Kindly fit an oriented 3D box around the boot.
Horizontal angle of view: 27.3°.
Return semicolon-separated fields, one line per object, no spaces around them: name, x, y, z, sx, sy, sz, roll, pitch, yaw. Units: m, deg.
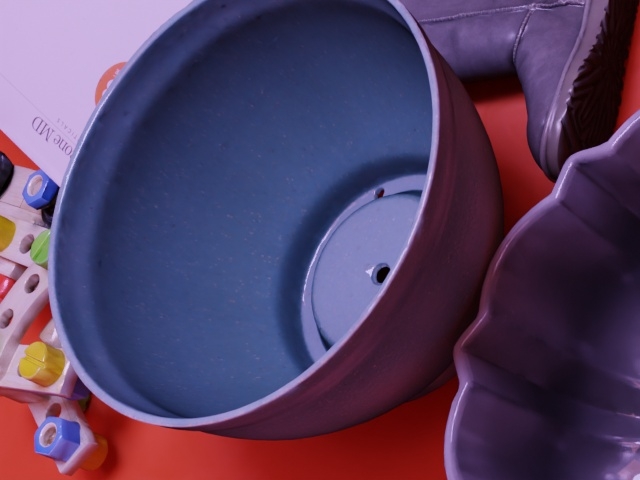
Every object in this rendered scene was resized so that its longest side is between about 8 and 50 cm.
boot;0.102;-0.119;0.907;0.209;0.076;0.189;3;56;31

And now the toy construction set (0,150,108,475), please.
toy construction set;-0.265;0.037;1.070;0.328;0.151;0.215;19;80;30

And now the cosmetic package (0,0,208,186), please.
cosmetic package;-0.176;-0.220;1.026;0.377;0.097;0.284;41;100;29

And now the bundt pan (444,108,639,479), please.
bundt pan;0.227;0.081;0.657;0.331;0.124;0.330;-27;47;34

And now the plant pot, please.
plant pot;0.000;0.000;0.841;0.293;0.196;0.293;-18;59;32
